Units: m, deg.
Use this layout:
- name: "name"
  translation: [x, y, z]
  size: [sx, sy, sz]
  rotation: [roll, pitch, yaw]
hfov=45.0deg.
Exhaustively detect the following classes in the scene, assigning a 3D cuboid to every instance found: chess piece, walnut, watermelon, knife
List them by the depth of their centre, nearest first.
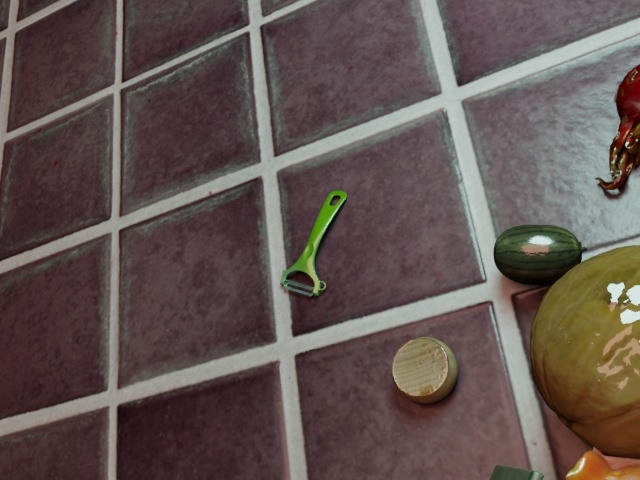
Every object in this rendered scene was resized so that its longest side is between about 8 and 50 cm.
- name: "walnut"
  translation: [0.330, 0.114, 0.787]
  size: [0.228, 0.228, 0.227]
  rotation: [-12, 63, 23]
- name: "watermelon"
  translation: [0.265, 0.017, 0.938]
  size: [0.111, 0.078, 0.078]
  rotation: [1, 68, 27]
- name: "chess piece"
  translation: [0.130, 0.162, 0.968]
  size: [0.084, 0.038, 0.083]
  rotation: [-10, 63, 21]
- name: "knife"
  translation: [-0.001, -0.001, 1.126]
  size: [0.078, 0.022, 0.166]
  rotation: [17, 77, 28]

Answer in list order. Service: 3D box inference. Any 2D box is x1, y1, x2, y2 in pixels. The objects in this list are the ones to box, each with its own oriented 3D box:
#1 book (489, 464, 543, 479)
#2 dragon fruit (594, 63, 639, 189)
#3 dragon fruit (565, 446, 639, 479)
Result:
- name: "book"
  translation: [0.145, 0.359, 0.773]
  size: [0.025, 0.215, 0.282]
  rotation: [25, 77, 9]
- name: "dragon fruit"
  translation: [0.392, -0.152, 0.948]
  size: [0.094, 0.094, 0.190]
  rotation: [44, 103, 35]
- name: "dragon fruit"
  translation: [0.266, 0.317, 0.681]
  size: [0.189, 0.291, 0.290]
  rotation: [29, 83, 41]
